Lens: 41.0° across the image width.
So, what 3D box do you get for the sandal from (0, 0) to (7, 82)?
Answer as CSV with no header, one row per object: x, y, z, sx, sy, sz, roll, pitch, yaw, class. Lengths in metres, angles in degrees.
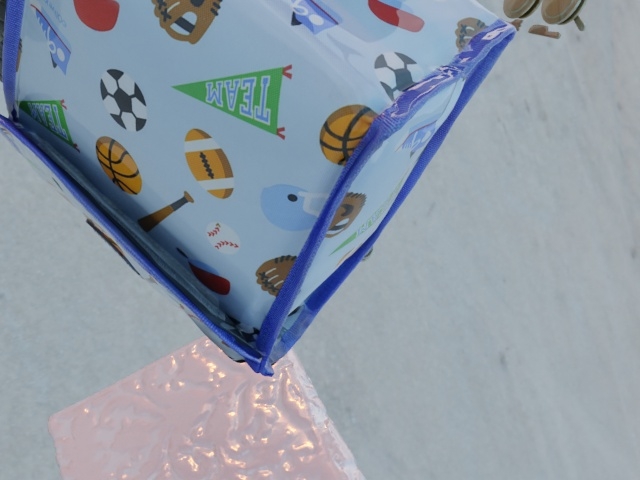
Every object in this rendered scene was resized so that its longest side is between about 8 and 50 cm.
-0.476,-0.337,1.381,0.086,0.303,0.120,-50,116,-30,sandal

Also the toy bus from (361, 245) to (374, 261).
-0.009,-0.008,1.404,0.104,0.191,0.202,26,36,-62,toy bus

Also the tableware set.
0.357,-0.380,1.342,0.039,0.128,0.194,19,11,-26,tableware set

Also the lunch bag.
-0.093,-0.088,0.715,0.328,0.385,0.239,42,48,9,lunch bag

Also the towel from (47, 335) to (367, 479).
-0.135,0.265,1.000,0.332,0.317,0.053,56,-10,42,towel
